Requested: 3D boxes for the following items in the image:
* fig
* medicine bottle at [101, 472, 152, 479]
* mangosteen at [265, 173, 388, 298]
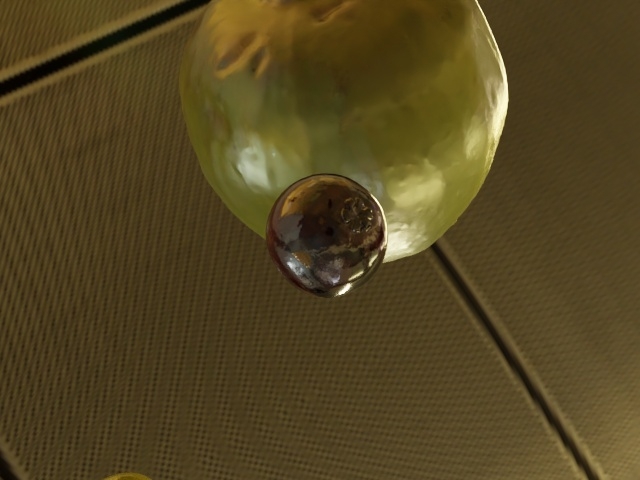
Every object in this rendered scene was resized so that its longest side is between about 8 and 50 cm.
[{"bbox_3d":[0.033,-0.127,1.386,0.343,0.343,0.343,9,-114,-21],"label":"fig"},{"bbox_3d":[-0.108,0.284,1.070,0.212,0.122,0.122,32,-128,31],"label":"medicine bottle"},{"bbox_3d":[0.002,-0.001,0.878,0.081,0.081,0.081,9,-114,-21],"label":"mangosteen"}]
